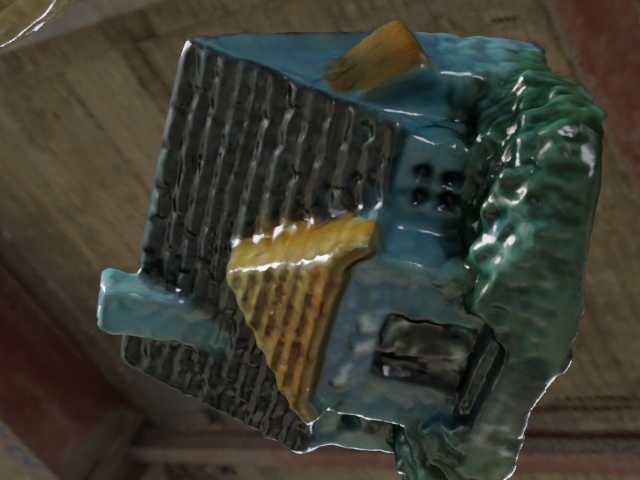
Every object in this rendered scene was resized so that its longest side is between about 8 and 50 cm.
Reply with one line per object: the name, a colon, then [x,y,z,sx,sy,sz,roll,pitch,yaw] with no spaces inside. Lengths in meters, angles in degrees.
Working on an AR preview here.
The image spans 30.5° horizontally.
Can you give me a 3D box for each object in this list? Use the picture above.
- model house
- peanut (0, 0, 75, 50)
model house: [0.000,0.000,0.684,0.241,0.226,0.261,10,-62,-10]
peanut: [-0.317,-0.225,1.073,0.298,0.136,0.120,-34,-39,6]
